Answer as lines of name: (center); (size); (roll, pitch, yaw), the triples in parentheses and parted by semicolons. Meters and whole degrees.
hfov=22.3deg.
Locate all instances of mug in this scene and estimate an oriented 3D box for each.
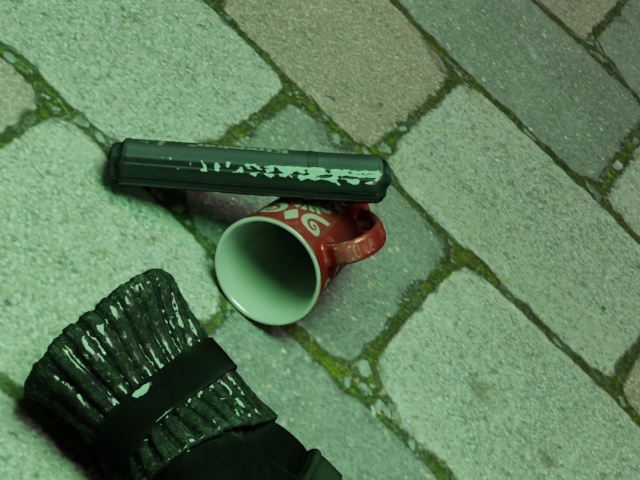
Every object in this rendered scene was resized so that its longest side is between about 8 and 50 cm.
mug: (-0.004, 0.008, 1.634); (0.150, 0.113, 0.169); (18, 26, 16)

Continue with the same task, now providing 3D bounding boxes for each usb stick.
usb stick: (-0.069, -0.070, 1.604); (0.278, 0.045, 0.077); (4, 21, -3)

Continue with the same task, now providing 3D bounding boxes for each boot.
boot: (-0.139, 0.185, 1.300); (0.260, 0.131, 0.348); (49, 24, -4)
